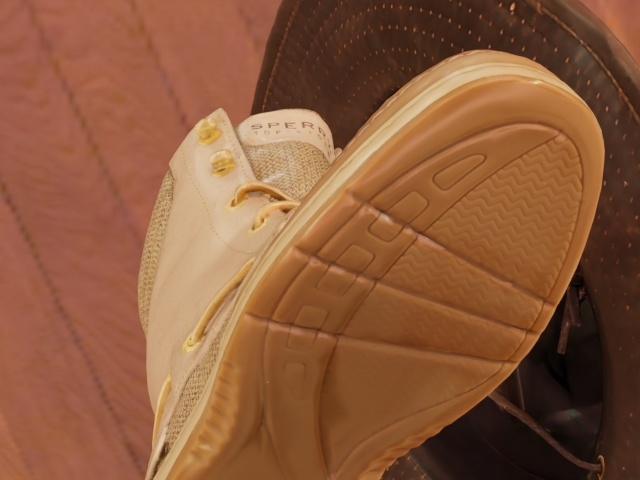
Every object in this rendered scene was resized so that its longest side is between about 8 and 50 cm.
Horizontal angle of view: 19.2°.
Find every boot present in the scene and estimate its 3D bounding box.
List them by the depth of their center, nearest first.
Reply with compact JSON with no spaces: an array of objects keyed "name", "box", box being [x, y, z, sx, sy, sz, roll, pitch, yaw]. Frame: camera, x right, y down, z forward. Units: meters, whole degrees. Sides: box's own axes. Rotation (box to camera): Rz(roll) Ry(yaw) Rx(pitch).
[{"name":"boot","box":[0.000,0.000,0.573,0.077,0.165,0.213,22,122,-18]}]

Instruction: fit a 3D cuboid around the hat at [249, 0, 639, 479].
[{"name":"hat","box":[0.093,0.018,0.803,0.134,0.331,0.331,-19,102,-34]}]
